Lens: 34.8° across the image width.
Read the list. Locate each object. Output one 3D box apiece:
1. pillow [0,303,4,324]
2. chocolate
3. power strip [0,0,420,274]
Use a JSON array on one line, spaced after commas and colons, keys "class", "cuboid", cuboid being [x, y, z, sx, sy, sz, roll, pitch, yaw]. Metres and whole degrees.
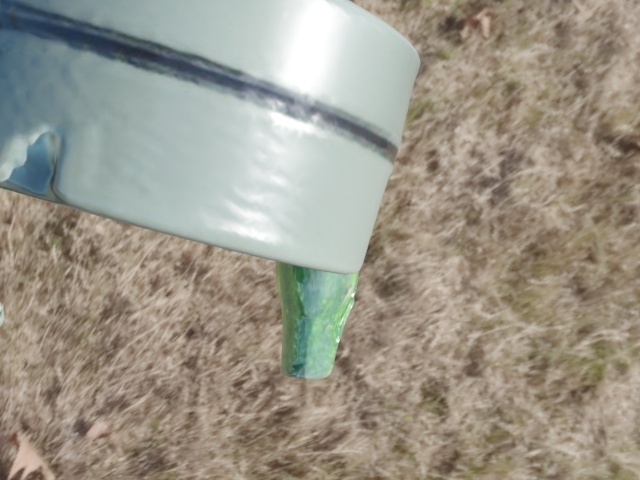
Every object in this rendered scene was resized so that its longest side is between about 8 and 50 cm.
[{"class": "pillow", "cuboid": [-0.352, 0.055, 0.750, 0.310, 0.283, 0.138, 35, 24, 28]}, {"class": "chocolate", "cuboid": [0.000, 0.000, 1.073, 0.110, 0.110, 0.291, 5, 95, -19]}, {"class": "power strip", "cuboid": [-0.110, -0.096, 0.701, 0.357, 0.357, 0.161, 15, 91, -16]}]
